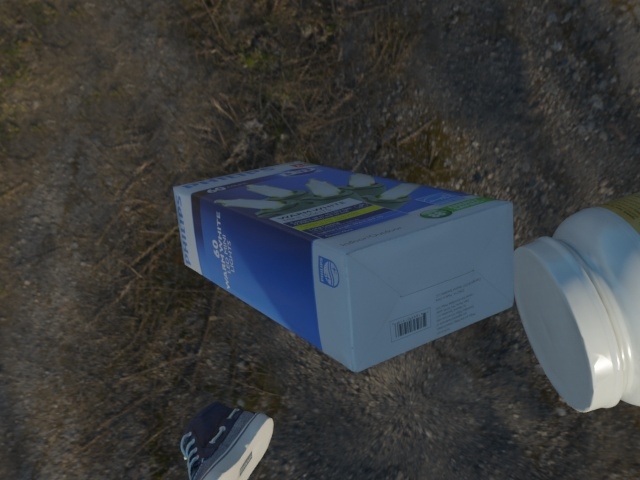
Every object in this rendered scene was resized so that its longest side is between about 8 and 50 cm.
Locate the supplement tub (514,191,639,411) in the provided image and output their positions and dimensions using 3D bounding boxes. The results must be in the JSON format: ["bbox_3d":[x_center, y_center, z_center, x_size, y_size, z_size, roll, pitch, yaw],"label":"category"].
[{"bbox_3d":[0.400,0.049,0.709,0.316,0.228,0.228,-18,74,0],"label":"supplement tub"}]

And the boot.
[{"bbox_3d":[-0.130,0.255,0.724,0.086,0.190,0.069,11,109,17],"label":"boot"}]

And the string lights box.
[{"bbox_3d":[0.000,0.000,0.481,0.133,0.259,0.077,-16,110,-30],"label":"string lights box"}]
